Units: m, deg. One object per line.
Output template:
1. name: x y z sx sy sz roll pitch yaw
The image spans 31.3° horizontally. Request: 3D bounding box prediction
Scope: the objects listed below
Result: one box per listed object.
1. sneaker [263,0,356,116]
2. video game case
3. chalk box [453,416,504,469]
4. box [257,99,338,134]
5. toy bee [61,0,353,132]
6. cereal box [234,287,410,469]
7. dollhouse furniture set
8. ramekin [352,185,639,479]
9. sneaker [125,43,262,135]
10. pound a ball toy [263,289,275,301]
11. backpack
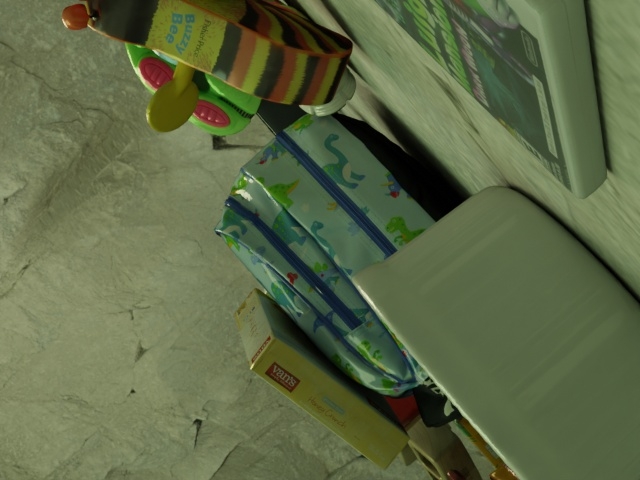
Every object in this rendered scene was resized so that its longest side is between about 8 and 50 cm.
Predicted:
1. sneaker: -0.051 -0.210 1.132 0.208 0.081 0.094 37 173 32
2. video game case: 0.055 -0.111 0.499 0.173 0.022 0.190 49 -179 24
3. chalk box: 0.288 0.238 1.926 0.179 0.180 0.289 49 -178 -24
4. box: -0.065 -0.220 1.676 0.156 0.093 0.158 49 -178 -14
5. toy bee: -0.133 -0.183 0.961 0.298 0.195 0.162 10 -157 24
6. cereal box: -0.005 0.138 1.202 0.173 0.047 0.240 38 -177 -11
7. dollhouse furniture set: 0.201 0.210 1.325 0.374 0.201 0.152 41 165 48
8. ramekin: 0.163 0.089 0.846 0.277 0.135 0.277 48 -178 -2
9. sneaker: -0.207 -0.347 1.566 0.482 0.185 0.202 56 -164 18
10. pound a ball toy: 0.000 0.000 1.477 0.136 0.208 0.319 14 -123 -18
11. backpack: 0.062 0.024 1.189 0.355 0.273 0.290 61 -170 9
